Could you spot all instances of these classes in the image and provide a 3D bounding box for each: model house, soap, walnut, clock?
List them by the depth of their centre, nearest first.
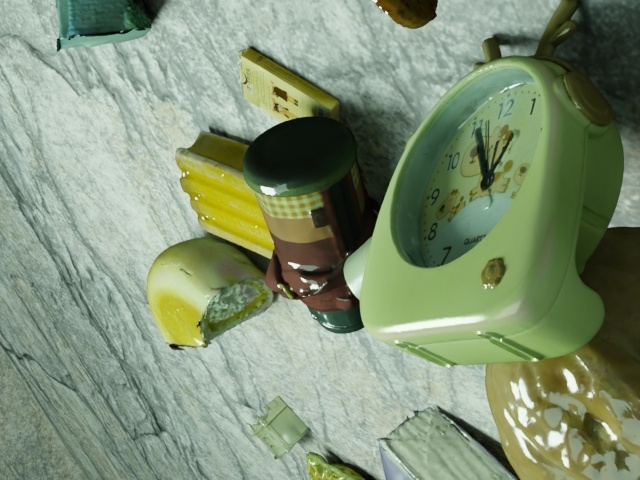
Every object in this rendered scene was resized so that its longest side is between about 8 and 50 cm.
[{"bbox_3d":[0.154,-0.051,0.916,0.096,0.308,0.235,25,160,-25],"label":"clock"},{"bbox_3d":[0.298,0.140,0.938,0.313,0.277,0.252,37,161,26],"label":"walnut"},{"bbox_3d":[-0.287,-0.322,1.370,0.148,0.119,0.149,-153,53,-76],"label":"model house"},{"bbox_3d":[-0.081,-0.050,1.435,0.232,0.073,0.140,22,144,39],"label":"soap"}]

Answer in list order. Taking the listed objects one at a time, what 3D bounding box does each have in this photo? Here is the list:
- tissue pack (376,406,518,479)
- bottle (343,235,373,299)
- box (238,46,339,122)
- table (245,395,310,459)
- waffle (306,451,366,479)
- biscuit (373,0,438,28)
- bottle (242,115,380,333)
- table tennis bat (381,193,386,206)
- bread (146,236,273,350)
[{"bbox_3d":[0.209,0.429,1.545,0.242,0.125,0.344,40,153,42],"label":"tissue pack"},{"bbox_3d":[0.112,-0.008,1.135,0.072,0.072,0.201,48,125,0],"label":"bottle"},{"bbox_3d":[-0.038,-0.168,1.285,0.149,0.020,0.073,34,150,24],"label":"box"},{"bbox_3d":[-0.078,0.331,1.918,0.083,0.062,0.079,47,151,2],"label":"table"},{"bbox_3d":[0.069,0.464,1.889,0.223,0.054,0.204,28,146,36],"label":"waffle"},{"bbox_3d":[0.041,-0.260,0.910,0.027,0.188,0.188,-26,108,24],"label":"biscuit"},{"bbox_3d":[0.000,0.000,1.267,0.156,0.143,0.271,-9,129,10],"label":"bottle"},{"bbox_3d":[0.149,0.033,1.221,0.244,0.040,0.153,44,163,33],"label":"table tennis bat"},{"bbox_3d":[-0.171,0.066,1.642,0.260,0.158,0.156,-4,113,56],"label":"bread"}]
